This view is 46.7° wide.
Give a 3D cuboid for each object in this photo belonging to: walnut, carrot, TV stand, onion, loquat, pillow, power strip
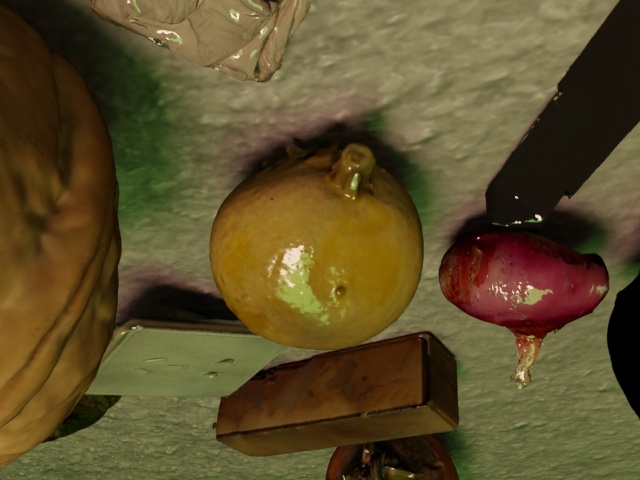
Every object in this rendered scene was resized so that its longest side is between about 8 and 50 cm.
[{"bbox_3d":[-0.253,-0.007,0.465,0.252,0.313,0.277,1,142,-25],"label":"walnut"},{"bbox_3d":[0.101,0.362,1.073,0.214,0.193,0.331,18,156,21],"label":"carrot"},{"bbox_3d":[0.193,-0.093,0.527,0.049,0.040,0.256,11,145,-10],"label":"TV stand"},{"bbox_3d":[0.176,0.062,0.656,0.150,0.140,0.150,8,178,0],"label":"onion"},{"bbox_3d":[0.000,0.000,0.591,0.172,0.149,0.204,13,134,-6],"label":"loquat"},{"bbox_3d":[-0.042,-0.184,0.413,0.135,0.049,0.248,23,139,-19],"label":"pillow"},{"bbox_3d":[-0.162,0.121,0.859,0.213,0.064,0.198,10,146,-33],"label":"power strip"}]

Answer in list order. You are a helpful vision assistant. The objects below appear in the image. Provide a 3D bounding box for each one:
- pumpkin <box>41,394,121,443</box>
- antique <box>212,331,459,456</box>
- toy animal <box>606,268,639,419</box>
[{"bbox_3d":[-0.371,0.182,0.935,0.278,0.111,0.163,30,133,-32],"label":"pumpkin"},{"bbox_3d":[0.013,0.201,0.931,0.310,0.093,0.087,-17,141,28],"label":"antique"},{"bbox_3d":[0.383,0.037,0.546,0.251,0.251,0.310,15,132,-16],"label":"toy animal"}]
